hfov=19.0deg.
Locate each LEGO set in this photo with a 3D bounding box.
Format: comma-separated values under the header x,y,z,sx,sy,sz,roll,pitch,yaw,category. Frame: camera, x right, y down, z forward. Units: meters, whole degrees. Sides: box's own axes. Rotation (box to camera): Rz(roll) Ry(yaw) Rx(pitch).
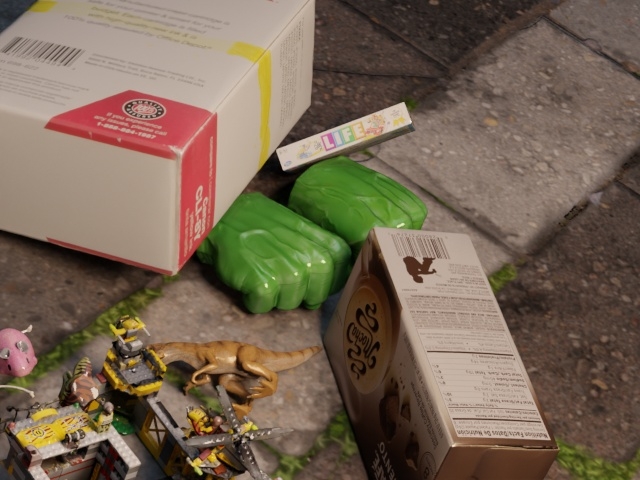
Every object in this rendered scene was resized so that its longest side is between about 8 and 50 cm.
x,y,z,sx,sy,sz,roll,pitch,yaw,category
-0.208,0.165,1.703,0.331,0.192,0.255,-7,47,-33,LEGO set

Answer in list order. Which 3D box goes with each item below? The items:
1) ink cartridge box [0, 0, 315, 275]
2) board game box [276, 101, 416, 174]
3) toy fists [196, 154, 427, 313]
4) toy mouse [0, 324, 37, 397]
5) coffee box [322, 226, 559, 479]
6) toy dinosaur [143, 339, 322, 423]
x,y,z,sx,sy,sz,roll,pitch,yaw,category
-0.197,-0.153,2.063,0.279,0.160,0.385,14,36,16,ink cartridge box
0.031,-0.115,2.177,0.154,0.103,0.026,-20,87,4,board game box
0.000,0.000,2.083,0.142,0.096,0.279,29,35,33,toy fists
-0.297,0.110,1.664,0.161,0.031,0.143,-29,28,-36,toy mouse
0.113,0.150,1.904,0.119,0.168,0.297,4,43,-22,coffee box
-0.072,0.124,1.925,0.211,0.064,0.112,4,40,-23,toy dinosaur
